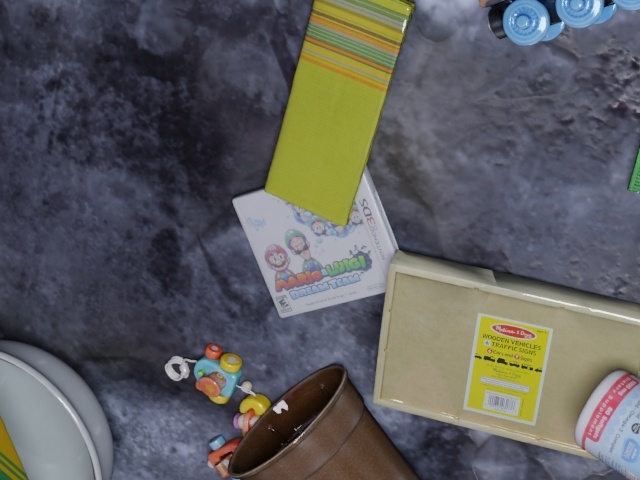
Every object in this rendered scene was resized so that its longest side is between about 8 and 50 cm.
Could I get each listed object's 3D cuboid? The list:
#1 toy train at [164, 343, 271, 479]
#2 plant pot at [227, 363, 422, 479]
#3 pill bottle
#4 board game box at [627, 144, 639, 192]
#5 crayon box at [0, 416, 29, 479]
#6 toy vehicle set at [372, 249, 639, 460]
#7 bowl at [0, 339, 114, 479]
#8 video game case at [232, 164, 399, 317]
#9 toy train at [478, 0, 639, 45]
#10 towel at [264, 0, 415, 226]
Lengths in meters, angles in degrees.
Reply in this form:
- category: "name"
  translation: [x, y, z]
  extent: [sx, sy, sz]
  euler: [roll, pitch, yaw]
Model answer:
- category: "toy train"
  translation: [-0.116, 0.203, 1.409]
  extent: [0.125, 0.046, 0.166]
  euler: [-25, 100, 29]
- category: "plant pot"
  translation: [0.016, 0.249, 1.313]
  extent: [0.167, 0.167, 0.165]
  euler: [-35, 101, 30]
- category: "pill bottle"
  translation: [0.321, 0.193, 1.125]
  extent: [0.160, 0.087, 0.087]
  euler: [31, 121, 30]
- category: "board game box"
  translation: [0.415, -0.073, 1.079]
  extent: [0.260, 0.030, 0.136]
  euler: [18, 119, 16]
- category: "crayon box"
  translation: [-0.439, 0.284, 1.407]
  extent: [0.202, 0.081, 0.318]
  euler: [-14, 104, 28]
- category: "toy vehicle set"
  translation: [0.191, 0.119, 1.238]
  extent: [0.267, 0.035, 0.166]
  euler: [13, 115, 13]
- category: "bowl"
  translation: [-0.359, 0.235, 1.476]
  extent: [0.298, 0.134, 0.298]
  euler: [9, 113, 20]
- category: "video game case"
  translation: [0.000, 0.000, 1.291]
  extent: [0.157, 0.019, 0.143]
  euler: [-16, 104, 27]
- category: "toy train"
  translation: [0.223, -0.238, 1.068]
  extent: [0.184, 0.080, 0.105]
  euler: [-15, 95, 30]
- category: "towel"
  translation: [0.016, -0.138, 1.217]
  extent: [0.102, 0.021, 0.237]
  euler: [25, 115, 21]
